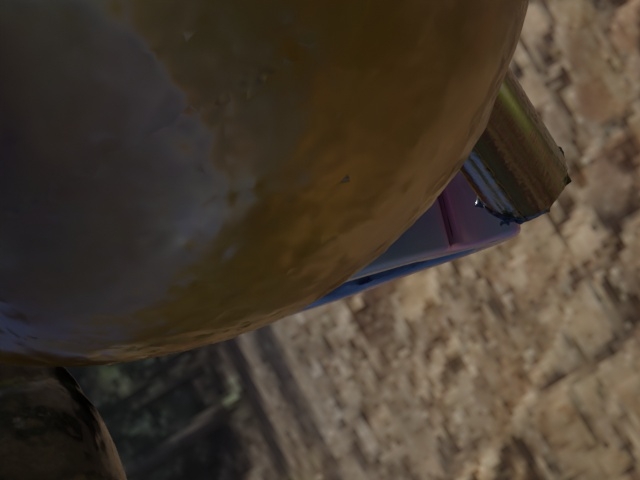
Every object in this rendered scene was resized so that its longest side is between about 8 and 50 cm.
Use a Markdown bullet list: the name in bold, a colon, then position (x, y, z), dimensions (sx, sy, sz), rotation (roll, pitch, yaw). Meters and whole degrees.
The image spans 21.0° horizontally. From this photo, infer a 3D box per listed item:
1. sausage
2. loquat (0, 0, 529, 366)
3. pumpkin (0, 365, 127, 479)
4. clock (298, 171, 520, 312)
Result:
- **sausage**: position (0.082, -0.113, 1.135), dimensions (0.082, 0.082, 0.371), rotation (58, -173, 29)
- **loquat**: position (-0.084, -0.111, 0.639), dimensions (0.328, 0.328, 0.328), rotation (59, 178, 4)
- **pumpkin**: position (-0.260, 0.195, 1.041), dimensions (0.323, 0.323, 0.241), rotation (59, -160, 17)
- **clock**: position (0.000, 0.000, 1.504), dimensions (0.338, 0.338, 0.102), rotation (84, 170, -85)
